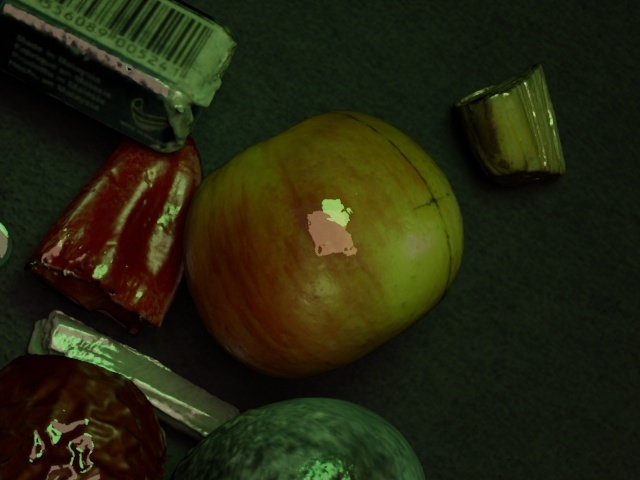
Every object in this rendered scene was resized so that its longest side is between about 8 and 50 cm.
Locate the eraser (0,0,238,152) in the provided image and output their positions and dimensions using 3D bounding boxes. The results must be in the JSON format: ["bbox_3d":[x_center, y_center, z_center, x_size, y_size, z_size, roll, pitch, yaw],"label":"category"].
[{"bbox_3d":[-0.256,-0.219,1.587,0.332,0.102,0.155,26,44,-3],"label":"eraser"}]

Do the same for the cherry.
[{"bbox_3d":[-0.021,0.263,1.482,0.255,0.296,0.218,-3,72,-27],"label":"cherry"}]

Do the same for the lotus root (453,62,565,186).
[{"bbox_3d":[0.210,-0.125,1.740,0.159,0.095,0.135,-13,86,-58],"label":"lotus root"}]

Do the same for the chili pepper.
[{"bbox_3d":[-0.182,-0.027,1.600,0.144,0.136,0.253,16,61,24],"label":"chili pepper"}]

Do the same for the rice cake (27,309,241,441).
[{"bbox_3d":[-0.176,0.154,1.589,0.269,0.049,0.055,28,55,-8],"label":"rice cake"}]

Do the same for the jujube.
[{"bbox_3d":[-0.248,0.229,1.467,0.212,0.213,0.232,17,74,-11],"label":"jujube"}]

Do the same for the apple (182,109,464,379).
[{"bbox_3d":[0.000,0.000,1.548,0.286,0.286,0.233,-32,94,-19],"label":"apple"}]

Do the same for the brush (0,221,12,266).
[{"bbox_3d":[-0.357,0.106,1.566,0.062,0.027,0.266,7,80,-13],"label":"brush"}]
